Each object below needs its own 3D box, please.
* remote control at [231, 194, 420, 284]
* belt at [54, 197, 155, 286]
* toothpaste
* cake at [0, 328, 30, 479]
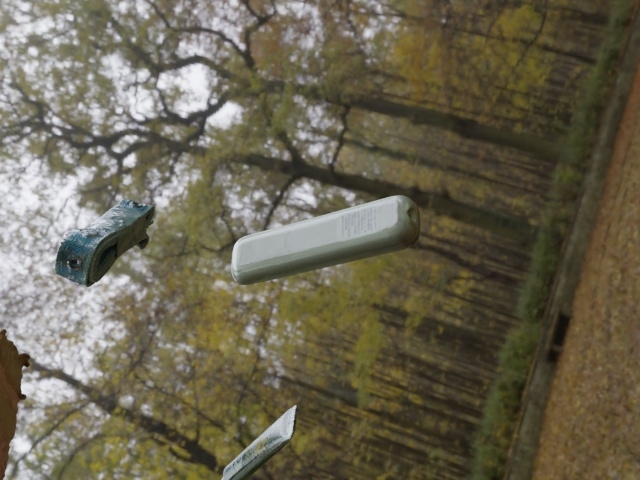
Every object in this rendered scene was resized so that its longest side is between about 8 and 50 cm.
[{"bbox_3d":[0.000,0.001,1.193,0.038,0.309,0.090,50,-148,-48],"label":"remote control"},{"bbox_3d":[-0.367,-0.001,1.376,0.302,0.072,0.087,-61,-15,-72],"label":"belt"},{"bbox_3d":[-0.084,0.284,1.053,0.204,0.031,0.049,-49,22,39],"label":"toothpaste"},{"bbox_3d":[-0.731,0.312,1.457,0.293,0.314,0.307,103,168,-61],"label":"cake"}]
